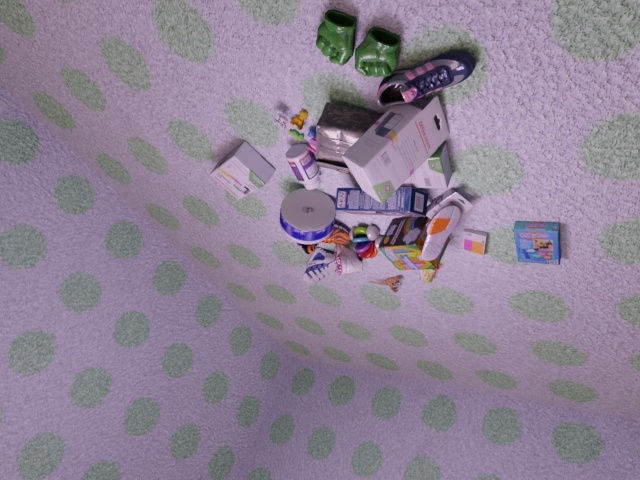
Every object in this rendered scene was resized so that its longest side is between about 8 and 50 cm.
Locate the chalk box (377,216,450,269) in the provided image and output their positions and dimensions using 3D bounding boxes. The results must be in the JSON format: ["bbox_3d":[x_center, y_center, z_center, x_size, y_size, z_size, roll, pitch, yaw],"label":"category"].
[{"bbox_3d":[0.398,0.015,2.024,0.179,0.180,0.289,45,152,-26],"label":"chalk box"}]

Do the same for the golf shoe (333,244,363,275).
[{"bbox_3d":[0.140,0.088,2.287,0.140,0.306,0.115,0,117,-4],"label":"golf shoe"}]

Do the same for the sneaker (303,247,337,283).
[{"bbox_3d":[0.043,0.106,2.495,0.316,0.182,0.127,-19,134,13],"label":"sneaker"}]

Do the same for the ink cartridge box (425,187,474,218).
[{"bbox_3d":[0.526,-0.139,1.811,0.104,0.060,0.180,35,139,-11],"label":"ink cartridge box"}]

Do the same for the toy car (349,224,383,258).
[{"bbox_3d":[0.223,0.016,2.208,0.159,0.136,0.182,-6,136,43],"label":"toy car"}]

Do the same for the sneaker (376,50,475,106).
[{"bbox_3d":[0.322,-0.489,1.404,0.319,0.131,0.112,-5,135,42],"label":"sneaker"}]

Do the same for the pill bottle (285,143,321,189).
[{"bbox_3d":[-0.069,-0.321,1.969,0.108,0.108,0.193,5,142,33],"label":"pill bottle"}]

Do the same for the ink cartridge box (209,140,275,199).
[{"bbox_3d":[-0.386,-0.333,2.184,0.201,0.117,0.278,42,146,-22],"label":"ink cartridge box"}]

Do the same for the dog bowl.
[{"bbox_3d":[-0.061,-0.117,2.109,0.265,0.265,0.104,22,146,9],"label":"dog bowl"}]

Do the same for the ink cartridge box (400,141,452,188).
[{"bbox_3d":[0.373,-0.284,1.699,0.219,0.092,0.160,6,144,31],"label":"ink cartridge box"}]

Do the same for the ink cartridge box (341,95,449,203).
[{"bbox_3d":[0.266,-0.328,1.540,0.119,0.353,0.207,42,175,42],"label":"ink cartridge box"}]

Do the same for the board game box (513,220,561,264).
[{"bbox_3d":[0.872,0.011,1.791,0.160,0.047,0.210,5,143,33],"label":"board game box"}]

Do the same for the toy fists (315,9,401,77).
[{"bbox_3d":[0.114,-0.610,1.423,0.279,0.096,0.142,23,149,4],"label":"toy fists"}]

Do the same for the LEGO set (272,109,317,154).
[{"bbox_3d":[-0.070,-0.461,1.795,0.227,0.087,0.093,35,145,0],"label":"LEGO set"}]

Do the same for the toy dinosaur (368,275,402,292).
[{"bbox_3d":[0.386,0.237,2.496,0.211,0.064,0.112,-21,106,40],"label":"toy dinosaur"}]

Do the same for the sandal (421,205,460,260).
[{"bbox_3d":[0.471,-0.041,1.818,0.102,0.076,0.265,11,122,-14],"label":"sandal"}]

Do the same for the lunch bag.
[{"bbox_3d":[0.106,-0.356,1.717,0.235,0.169,0.287,14,146,8],"label":"lunch bag"}]

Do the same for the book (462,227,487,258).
[{"bbox_3d":[0.675,0.011,1.958,0.096,0.035,0.144,15,146,25],"label":"book"}]

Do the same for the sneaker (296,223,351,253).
[{"bbox_3d":[0.000,0.000,2.209,0.321,0.180,0.124,18,142,-16],"label":"sneaker"}]

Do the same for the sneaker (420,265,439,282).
[{"bbox_3d":[0.544,0.145,2.207,0.094,0.081,0.208,6,142,28],"label":"sneaker"}]

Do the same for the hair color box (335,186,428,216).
[{"bbox_3d":[0.253,-0.161,1.874,0.347,0.105,0.174,5,179,36],"label":"hair color box"}]
